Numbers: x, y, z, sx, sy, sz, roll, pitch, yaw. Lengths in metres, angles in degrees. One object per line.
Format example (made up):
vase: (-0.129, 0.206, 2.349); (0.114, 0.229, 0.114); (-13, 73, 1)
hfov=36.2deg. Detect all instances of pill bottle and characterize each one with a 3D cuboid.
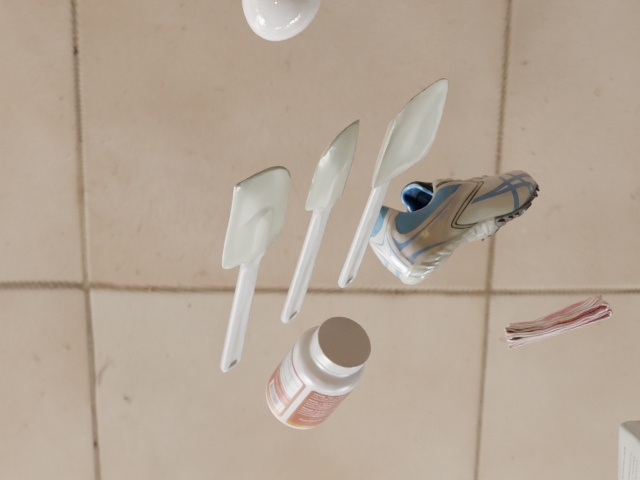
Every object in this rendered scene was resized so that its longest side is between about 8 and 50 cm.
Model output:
pill bottle: (-0.001, 0.214, 1.596); (0.121, 0.121, 0.216); (22, 141, -11)

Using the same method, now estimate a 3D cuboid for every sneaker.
sneaker: (0.134, -0.033, 0.944); (0.086, 0.237, 0.085); (56, 134, 8)

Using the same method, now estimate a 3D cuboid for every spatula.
spatula: (0.000, 0.000, 0.658); (0.168, 0.242, 0.019); (-35, 68, -28)

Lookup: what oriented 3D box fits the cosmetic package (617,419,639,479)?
cosmetic package: (0.279, 0.204, 0.430); (0.197, 0.365, 0.155); (-1, 96, -2)

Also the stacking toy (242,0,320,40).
stacking toy: (-0.004, -0.528, 1.466); (0.351, 0.350, 0.479); (20, 91, -10)

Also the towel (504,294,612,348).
towel: (0.328, 0.107, 1.357); (0.144, 0.197, 0.029); (-19, 86, 12)
